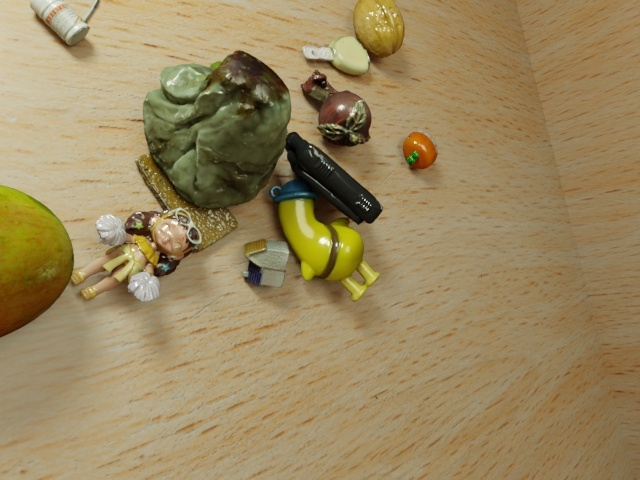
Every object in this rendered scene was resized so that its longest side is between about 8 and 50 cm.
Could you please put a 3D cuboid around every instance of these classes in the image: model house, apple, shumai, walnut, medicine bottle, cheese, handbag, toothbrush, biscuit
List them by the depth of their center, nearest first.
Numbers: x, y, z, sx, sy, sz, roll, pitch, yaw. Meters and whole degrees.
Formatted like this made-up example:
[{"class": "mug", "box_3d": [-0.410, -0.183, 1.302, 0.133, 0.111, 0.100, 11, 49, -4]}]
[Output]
[{"class": "apple", "box_3d": [-0.510, 0.033, 0.629, 0.226, 0.246, 0.245, -25, 95, -58]}, {"class": "medicine bottle", "box_3d": [-0.508, -0.436, 0.823, 0.089, 0.057, 0.057, 47, 55, -20]}, {"class": "shumai", "box_3d": [-0.186, -0.232, 0.845, 0.310, 0.264, 0.303, 15, 77, -29]}, {"class": "toothbrush", "box_3d": [-0.480, -0.504, 0.892, 0.013, 0.011, 0.131, 19, 67, -11]}, {"class": "biscuit", "box_3d": [-0.292, -0.099, 0.933, 0.131, 0.026, 0.236, -40, 104, -40]}, {"class": "model house", "box_3d": [-0.134, 0.051, 0.994, 0.100, 0.087, 0.100, 7, 107, -14]}, {"class": "handbag", "box_3d": [0.023, -0.163, 1.094, 0.275, 0.244, 0.088, 35, 102, -25]}, {"class": "cheese", "box_3d": [0.047, -0.580, 1.304, 0.256, 0.050, 0.127, -15, 89, -40]}, {"class": "walnut", "box_3d": [0.192, -0.711, 1.388, 0.159, 0.159, 0.206, -36, 107, -38]}]

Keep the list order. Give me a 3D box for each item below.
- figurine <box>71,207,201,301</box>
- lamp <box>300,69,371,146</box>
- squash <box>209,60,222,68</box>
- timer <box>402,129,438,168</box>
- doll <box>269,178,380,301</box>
[{"class": "figurine", "box_3d": [-0.345, 0.024, 0.804, 0.240, 0.116, 0.174, -36, 100, -32]}, {"class": "lamp", "box_3d": [0.048, -0.363, 1.205, 0.215, 0.151, 0.223, 22, 23, -39]}, {"class": "squash", "box_3d": [-0.245, -0.332, 1.005, 0.066, 0.066, 0.200, 7, 81, -37]}, {"class": "timer", "box_3d": [0.334, -0.302, 1.439, 0.136, 0.099, 0.136, 6, 75, -23]}, {"class": "doll", "box_3d": [0.000, 0.000, 1.071, 0.363, 0.145, 0.199, 47, 68, -9]}]
